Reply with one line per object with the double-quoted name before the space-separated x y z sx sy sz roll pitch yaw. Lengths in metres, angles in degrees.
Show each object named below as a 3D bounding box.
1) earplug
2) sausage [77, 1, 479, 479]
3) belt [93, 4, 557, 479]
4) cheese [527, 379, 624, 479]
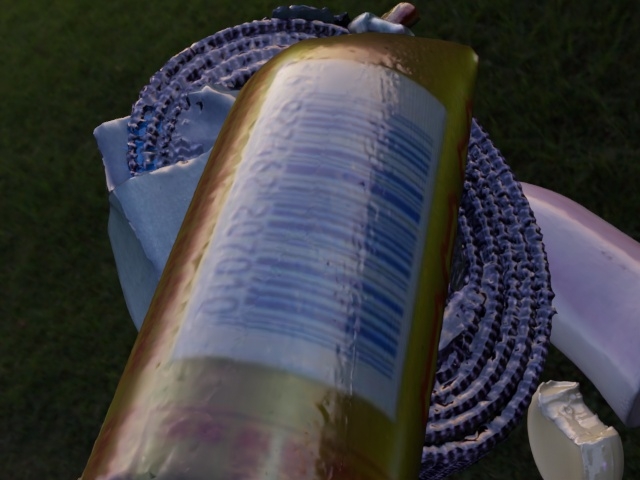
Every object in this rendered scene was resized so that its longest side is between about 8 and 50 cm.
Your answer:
"earplug" 0.263 0.038 1.129 0.301 0.172 0.172 40 91 31
"sausage" -0.001 0.001 0.455 0.125 0.117 0.317 -32 31 41
"belt" 0.007 0.007 0.691 0.260 0.122 0.325 -21 73 -26
"cheese" 0.355 0.330 1.487 0.163 0.070 0.249 29 126 60
